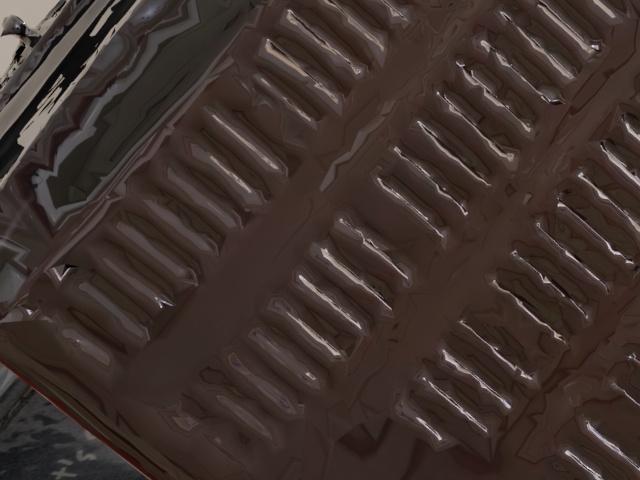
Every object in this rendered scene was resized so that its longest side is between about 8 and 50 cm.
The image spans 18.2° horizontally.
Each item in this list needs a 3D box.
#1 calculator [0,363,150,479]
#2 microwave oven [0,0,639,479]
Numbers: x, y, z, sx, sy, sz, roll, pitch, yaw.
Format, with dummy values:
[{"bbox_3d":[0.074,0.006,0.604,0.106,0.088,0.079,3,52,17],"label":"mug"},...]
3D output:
[{"bbox_3d":[-0.068,0.084,0.912,0.274,0.028,0.165,5,-44,-44],"label":"calculator"},{"bbox_3d":[0.001,-0.018,0.549,0.188,0.178,0.247,42,-4,-13],"label":"microwave oven"}]
